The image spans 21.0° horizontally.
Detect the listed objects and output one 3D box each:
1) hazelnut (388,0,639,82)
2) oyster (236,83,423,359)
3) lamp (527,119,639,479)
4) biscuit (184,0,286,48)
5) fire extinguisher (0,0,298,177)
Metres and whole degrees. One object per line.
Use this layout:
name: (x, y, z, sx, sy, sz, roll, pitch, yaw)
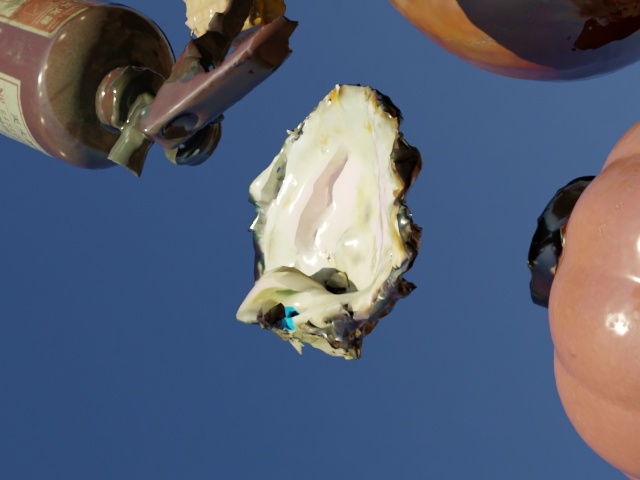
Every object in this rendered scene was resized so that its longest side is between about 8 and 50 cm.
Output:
hazelnut: (0.214, -0.357, 1.695, 0.359, 0.359, 0.409, 27, -133, -35)
oyster: (0.009, 0.001, 1.281, 0.092, 0.259, 0.198, 16, -134, -28)
lamp: (0.272, 0.033, 1.219, 0.305, 0.239, 0.305, -24, -57, -44)
biscuit: (-0.097, -0.353, 1.455, 0.054, 0.094, 0.379, -6, -95, -33)
fire extinguisher: (-0.110, -0.090, 0.756, 0.075, 0.252, 0.106, 4, -77, -42)
